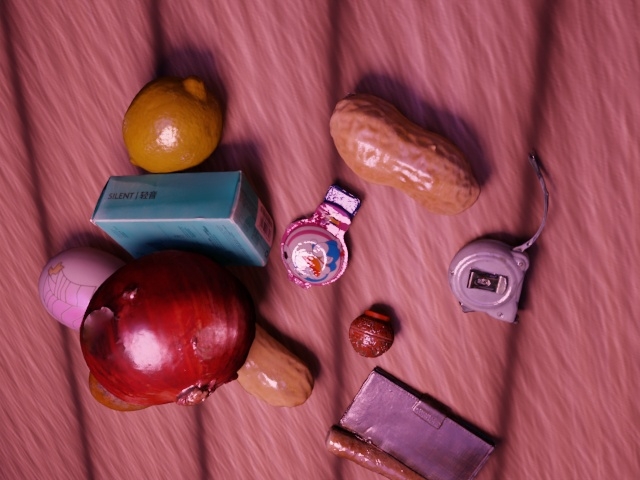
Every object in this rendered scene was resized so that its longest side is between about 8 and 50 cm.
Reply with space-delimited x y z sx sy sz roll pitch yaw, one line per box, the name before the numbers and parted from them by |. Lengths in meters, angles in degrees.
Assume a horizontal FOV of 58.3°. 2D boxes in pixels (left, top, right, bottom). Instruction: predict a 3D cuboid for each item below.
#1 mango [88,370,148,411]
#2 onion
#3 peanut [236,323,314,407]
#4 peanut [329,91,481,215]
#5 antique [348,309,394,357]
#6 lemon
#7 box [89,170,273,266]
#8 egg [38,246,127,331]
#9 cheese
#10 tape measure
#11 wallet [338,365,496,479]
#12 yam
mango | -0.418 0.297 1.397 0.316 0.146 0.192 -33 95 4
onion | -0.305 0.167 1.135 0.341 0.341 0.341 5 111 15
peanut | -0.158 0.268 1.308 0.319 0.147 0.147 34 115 7
peanut | 0.155 -0.154 1.065 0.313 0.149 0.149 28 115 0
antique | 0.108 0.202 1.225 0.104 0.104 0.104 5 111 15
lemon | -0.298 -0.222 1.146 0.184 0.184 0.248 47 120 -3
box | -0.275 -0.040 1.189 0.312 0.118 0.205 -1 149 17
egg | -0.515 0.128 1.330 0.271 0.196 0.196 37 115 8
cheese | 0.000 0.000 1.204 0.155 0.062 0.244 32 114 5
tape measure | 0.336 -0.004 1.090 0.164 0.084 0.330 7 113 10
wallet | 0.215 0.432 1.292 0.317 0.044 0.169 31 102 6
yam | 0.150 0.524 1.350 0.300 0.066 0.066 24 114 8
